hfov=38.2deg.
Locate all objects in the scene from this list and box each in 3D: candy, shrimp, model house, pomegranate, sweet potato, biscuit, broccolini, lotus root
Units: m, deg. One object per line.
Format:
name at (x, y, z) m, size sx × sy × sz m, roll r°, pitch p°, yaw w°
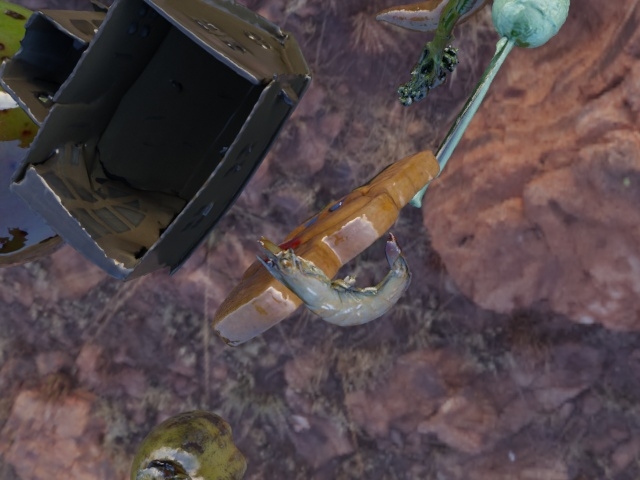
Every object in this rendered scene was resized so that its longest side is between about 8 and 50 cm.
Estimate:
candy at (0.256, -0.244, 1.477) m, size 0.119 × 0.440 × 0.119 m, roll 32°, pitch 175°, yaw 3°
shrimp at (0.012, 0.016, 0.616) m, size 0.083 × 0.023 × 0.114 m, roll -37°, pitch 126°, yaw 24°
model house at (-0.120, -0.109, 0.776) m, size 0.204 × 0.243 × 0.211 m, roll 41°, pitch 110°, yaw 9°
pomegranate at (-0.323, -0.139, 0.997) m, size 0.291 × 0.323 × 0.291 m, roll 42°, pitch 169°, yaw 10°
sweet potato at (0.202, -0.334, 1.242) m, size 0.281 × 0.059 × 0.067 m, roll -25°, pitch 132°, yaw 32°
biscuit at (0.000, 0.000, 0.937) m, size 0.202 × 0.334 × 0.047 m, roll -31°, pitch 98°, yaw 37°
broccolini at (0.133, -0.200, 0.938) m, size 0.057 × 0.071 × 0.254 m, roll 6°, pitch 169°, yaw -8°
lotus root at (-0.190, 0.319, 1.264) m, size 0.154 × 0.278 × 0.154 m, roll 0°, pitch 91°, yaw 7°

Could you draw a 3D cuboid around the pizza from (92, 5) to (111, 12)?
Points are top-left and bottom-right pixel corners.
pizza at (-0.300, -0.300, 1.353) m, size 0.099 × 0.160 × 0.036 m, roll -34°, pitch 143°, yaw 13°
